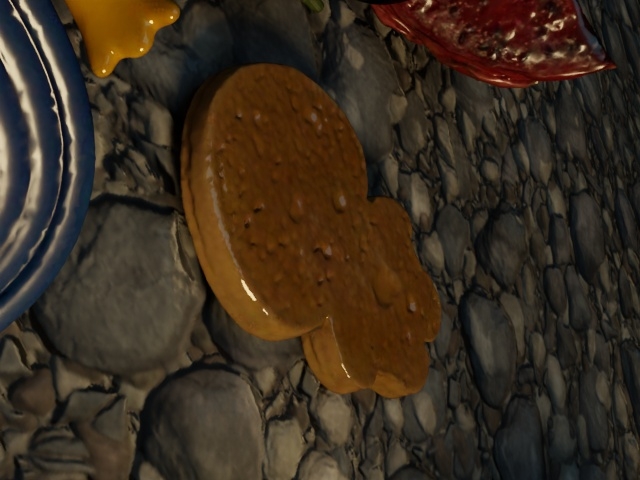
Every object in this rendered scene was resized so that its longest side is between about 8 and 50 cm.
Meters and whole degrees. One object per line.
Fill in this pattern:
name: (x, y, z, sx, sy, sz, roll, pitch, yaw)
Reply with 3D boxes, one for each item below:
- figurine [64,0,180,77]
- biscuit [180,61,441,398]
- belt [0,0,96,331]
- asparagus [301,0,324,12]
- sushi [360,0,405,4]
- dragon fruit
figurine: (-0.185, -0.226, 0.462, 0.343, 0.187, 0.215, 39, 39, -49)
biscuit: (-0.001, 0.000, 0.752, 0.289, 0.044, 0.202, 47, 44, -37)
belt: (-0.230, -0.079, 0.295, 0.212, 0.117, 0.347, -54, 133, -2)
asparagus: (-0.034, -0.220, 0.810, 0.114, 0.014, 0.015, 45, 8, -38)
sushi: (0.033, -0.282, 0.731, 0.227, 0.215, 0.212, -104, -179, -52)
dragon fruit: (0.123, -0.255, 0.947, 0.317, 0.152, 0.205, 58, 18, -2)
